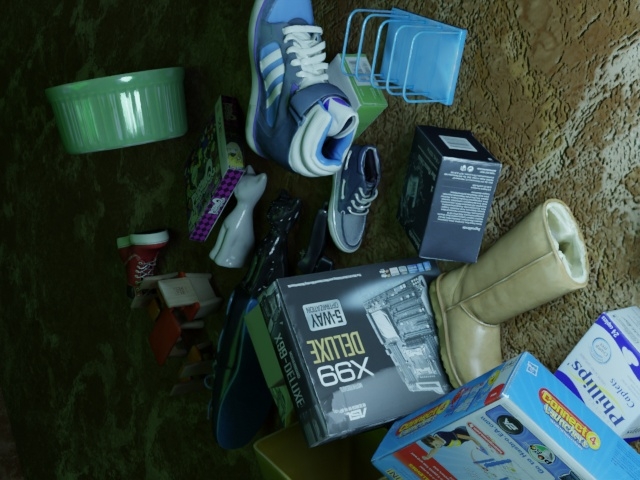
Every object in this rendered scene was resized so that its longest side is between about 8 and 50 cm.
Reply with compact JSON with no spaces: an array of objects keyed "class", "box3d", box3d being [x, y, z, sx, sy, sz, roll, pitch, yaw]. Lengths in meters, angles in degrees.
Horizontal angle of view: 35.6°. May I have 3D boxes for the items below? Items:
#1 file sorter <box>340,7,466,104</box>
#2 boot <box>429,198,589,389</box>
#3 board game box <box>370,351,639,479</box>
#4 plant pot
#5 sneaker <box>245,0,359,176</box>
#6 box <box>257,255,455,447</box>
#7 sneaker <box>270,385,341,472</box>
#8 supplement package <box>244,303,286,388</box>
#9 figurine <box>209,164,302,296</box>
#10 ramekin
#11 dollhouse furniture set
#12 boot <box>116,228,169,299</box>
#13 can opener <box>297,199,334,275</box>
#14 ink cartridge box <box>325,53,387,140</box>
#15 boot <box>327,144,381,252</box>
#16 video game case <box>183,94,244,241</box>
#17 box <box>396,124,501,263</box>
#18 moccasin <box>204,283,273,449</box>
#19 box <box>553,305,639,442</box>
[{"class":"file sorter","box3d":[0.124,-0.292,1.565,0.170,0.105,0.118,33,121,47]},{"class":"boot","box3d":[0.278,0.101,1.436,0.269,0.089,0.236,-37,66,48]},{"class":"board game box","box3d":[0.274,0.327,1.345,0.308,0.086,0.302,43,139,-6]},{"class":"plant pot","box3d":[0.030,0.439,1.746,0.212,0.212,0.187,32,134,47]},{"class":"sneaker","box3d":[-0.008,-0.265,1.635,0.236,0.130,0.322,21,109,44]},{"class":"box","box3d":[0.081,0.161,1.525,0.076,0.308,0.242,-43,61,51]},{"class":"sneaker","box3d":[-0.037,0.304,1.906,0.131,0.112,0.296,153,109,-70]},{"class":"supplement package","box3d":[0.022,0.142,1.656,0.139,0.244,0.133,-42,62,48]},{"class":"figurine","box3d":[-0.122,-0.026,1.972,0.215,0.092,0.209,37,116,46]},{"class":"ramekin","box3d":[-0.433,-0.280,2.172,0.303,0.303,0.148,2,104,54]},{"class":"dollhouse furniture set","box3d":[-0.332,0.183,2.235,0.262,0.135,0.259,60,138,28]},{"class":"boot","box3d":[-0.411,0.066,2.371,0.244,0.088,0.176,-15,84,62]},{"class":"can opener","box3d":[0.000,0.000,1.812,0.073,0.059,0.186,15,130,7]},{"class":"ink cartridge box","box3d":[0.022,-0.223,1.749,0.209,0.062,0.109,-44,60,48]},{"class":"boot","box3d":[0.061,-0.072,1.714,0.086,0.069,0.189,6,100,59]},{"class":"video game case","box3d":[-0.223,-0.148,2.064,0.232,0.042,0.210,-54,34,43]},{"class":"box","box3d":[0.186,-0.071,1.480,0.156,0.093,0.158,-111,29,-65]},{"class":"moccasin","box3d":[-0.154,0.252,2.037,0.117,0.138,0.341,25,101,54]},{"class":"box","box3d":[0.394,0.178,1.301,0.126,0.072,0.137,56,136,33]}]
